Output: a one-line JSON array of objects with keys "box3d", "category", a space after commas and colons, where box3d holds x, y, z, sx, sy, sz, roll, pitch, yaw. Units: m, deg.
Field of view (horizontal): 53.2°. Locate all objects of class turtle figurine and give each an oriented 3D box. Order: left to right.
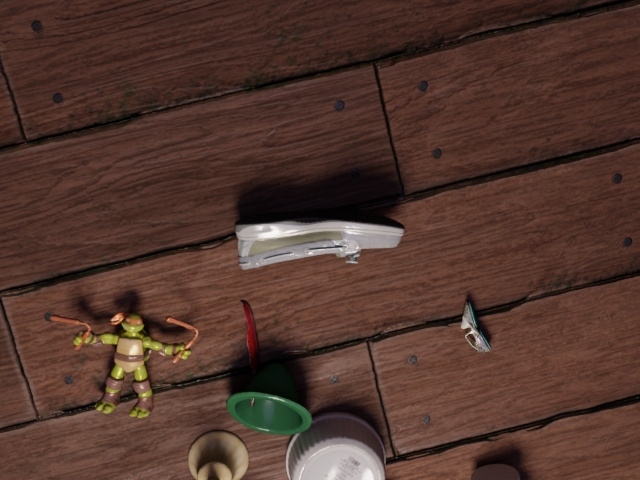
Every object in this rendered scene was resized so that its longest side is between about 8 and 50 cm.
[{"box3d": [-0.380, 0.224, 1.233, 0.269, 0.087, 0.218, 7, 105, -13], "category": "turtle figurine"}]

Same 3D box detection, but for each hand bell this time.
[{"box3d": [-0.203, 0.470, 1.201, 0.126, 0.242, 0.126, -1, 99, -3], "category": "hand bell"}]

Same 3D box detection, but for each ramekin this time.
[{"box3d": [0.033, 0.461, 1.282, 0.207, 0.109, 0.207, 0, 98, -3], "category": "ramekin"}]

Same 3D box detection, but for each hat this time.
[{"box3d": [-0.088, 0.264, 1.287, 0.172, 0.184, 0.209, 6, 141, 6], "category": "hat"}]

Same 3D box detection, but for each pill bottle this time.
[{"box3d": [0.375, 0.579, 1.315, 0.119, 0.119, 0.209, -13, 99, -2], "category": "pill bottle"}]

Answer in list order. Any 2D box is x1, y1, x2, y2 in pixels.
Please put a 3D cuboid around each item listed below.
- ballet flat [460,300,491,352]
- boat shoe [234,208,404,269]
[{"box3d": [0.307, 0.179, 1.295, 0.041, 0.041, 0.114, -26, 98, 0], "category": "ballet flat"}, {"box3d": [-0.001, 0.001, 1.214, 0.320, 0.118, 0.103, -2, 104, 1], "category": "boat shoe"}]
